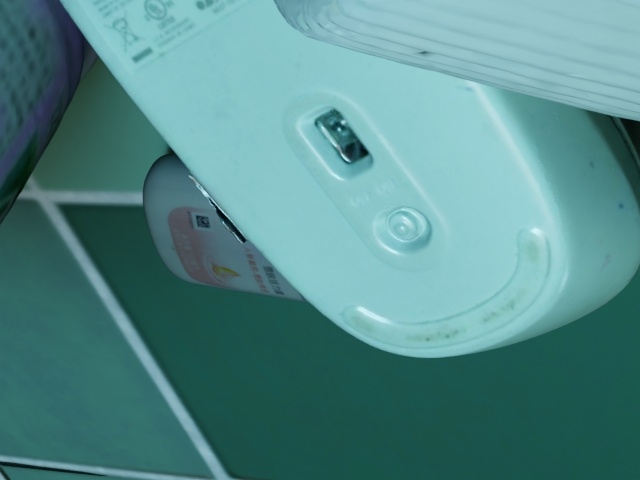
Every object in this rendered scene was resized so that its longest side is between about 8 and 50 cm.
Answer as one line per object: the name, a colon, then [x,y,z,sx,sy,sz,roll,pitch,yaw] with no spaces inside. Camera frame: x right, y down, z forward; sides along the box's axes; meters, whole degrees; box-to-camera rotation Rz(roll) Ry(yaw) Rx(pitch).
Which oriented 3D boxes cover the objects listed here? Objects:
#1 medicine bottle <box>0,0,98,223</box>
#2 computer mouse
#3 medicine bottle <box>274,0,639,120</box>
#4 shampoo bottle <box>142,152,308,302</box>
medicine bottle: [-0.234,-0.032,0.736,0.212,0.325,0.212,17,144,13]
computer mouse: [0.013,-0.077,0.732,0.159,0.097,0.288,-26,108,42]
medicine bottle: [0.196,-0.093,0.405,0.384,0.224,0.224,12,147,-14]
shampoo bottle: [0.000,0.000,0.881,0.165,0.040,0.080,9,140,22]
